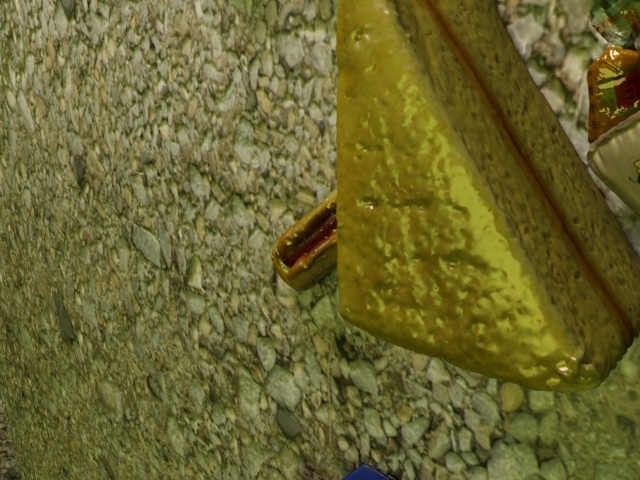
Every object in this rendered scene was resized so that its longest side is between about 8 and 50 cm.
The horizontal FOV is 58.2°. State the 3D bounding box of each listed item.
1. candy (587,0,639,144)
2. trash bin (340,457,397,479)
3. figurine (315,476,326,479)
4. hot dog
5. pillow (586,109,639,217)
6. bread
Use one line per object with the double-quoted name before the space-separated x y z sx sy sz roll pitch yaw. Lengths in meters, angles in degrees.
"candy" 0.266 -0.131 0.512 0.053 0.046 0.182 -1 114 28
"trash bin" 0.038 0.445 0.807 0.184 0.234 0.162 20 120 37
"figurine" -0.061 0.527 1.008 0.200 0.133 0.276 40 125 41
"hot dog" 0.000 0.000 0.791 0.242 0.073 0.084 -38 74 44
"pillow" 0.329 -0.014 0.468 0.233 0.038 0.130 50 156 5
"bread" 0.152 -0.099 0.499 0.245 0.233 0.362 9 111 41
